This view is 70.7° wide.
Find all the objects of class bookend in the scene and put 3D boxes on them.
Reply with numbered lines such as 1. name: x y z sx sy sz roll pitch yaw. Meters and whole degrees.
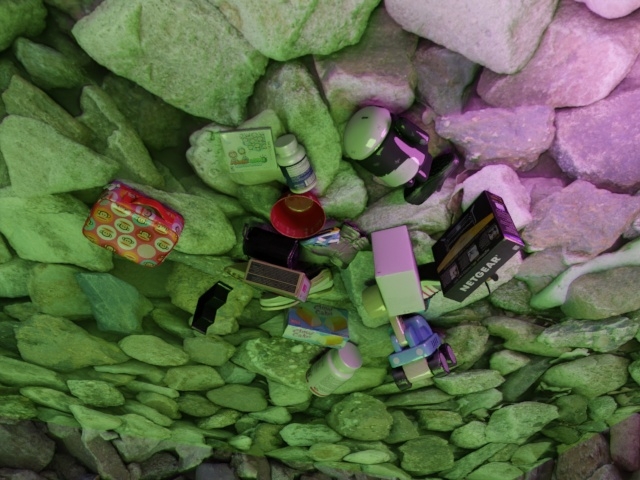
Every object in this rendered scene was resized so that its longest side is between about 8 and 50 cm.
1. bookend: -0.437 0.271 1.819 0.072 0.156 0.157 35 124 -27

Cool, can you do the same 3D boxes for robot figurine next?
1. robot figurine: 0.196 -0.268 1.302 0.278 0.173 0.209 30 116 -25

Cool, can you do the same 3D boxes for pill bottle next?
1. pill bottle: 0.064 0.605 2.121 0.161 0.160 0.283 25 129 -21
2. pill bottle: -0.080 -0.236 1.384 0.094 0.094 0.169 -14 131 13

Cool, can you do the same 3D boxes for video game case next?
1. video game case: -0.220 -0.278 1.397 0.158 0.019 0.143 -4 133 4

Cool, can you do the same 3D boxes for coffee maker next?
1. coffee maker: -0.171 0.028 1.557 0.179 0.120 0.171 15 171 13

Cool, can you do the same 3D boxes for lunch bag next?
1. lunch bag: -0.629 -0.055 1.541 0.293 0.120 0.258 31 125 -25

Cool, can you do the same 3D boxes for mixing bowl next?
1. mixing bowl: -0.073 -0.106 1.502 0.182 0.098 0.181 1 134 1

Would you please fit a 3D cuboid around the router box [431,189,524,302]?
1. router box: 0.512 0.022 1.517 0.081 0.242 0.308 20 131 -17

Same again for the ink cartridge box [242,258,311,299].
1. ink cartridge box: -0.144 0.145 1.572 0.194 0.088 0.234 15 168 9

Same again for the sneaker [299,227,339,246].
1. sneaker: 0.000 0.000 1.548 0.144 0.053 0.059 -13 116 -6

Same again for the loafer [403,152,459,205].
1. loafer: 0.360 -0.191 1.438 0.078 0.076 0.223 22 134 -25

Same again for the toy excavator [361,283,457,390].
1. toy excavator: 0.346 0.388 1.896 0.223 0.444 0.433 -29 168 23

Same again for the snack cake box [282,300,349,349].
1. snack cake box: -0.020 0.346 1.887 0.265 0.152 0.089 15 131 -13

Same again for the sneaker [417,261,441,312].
1. sneaker: 0.420 0.194 1.759 0.296 0.123 0.178 -15 131 14

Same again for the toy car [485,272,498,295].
1. toy car: 0.606 0.097 1.622 0.149 0.188 0.154 0 133 1

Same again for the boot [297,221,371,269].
1. boot: 0.049 -0.011 1.620 0.247 0.083 0.161 29 114 -22

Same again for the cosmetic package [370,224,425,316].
1. cosmetic package: 0.276 0.108 1.611 0.138 0.224 0.224 -14 132 14

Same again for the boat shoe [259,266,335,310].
1. boat shoe: -0.096 0.180 1.742 0.303 0.113 0.103 -17 112 -16

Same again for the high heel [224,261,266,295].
1. high heel: -0.271 0.184 1.773 0.262 0.093 0.186 13 126 -23
